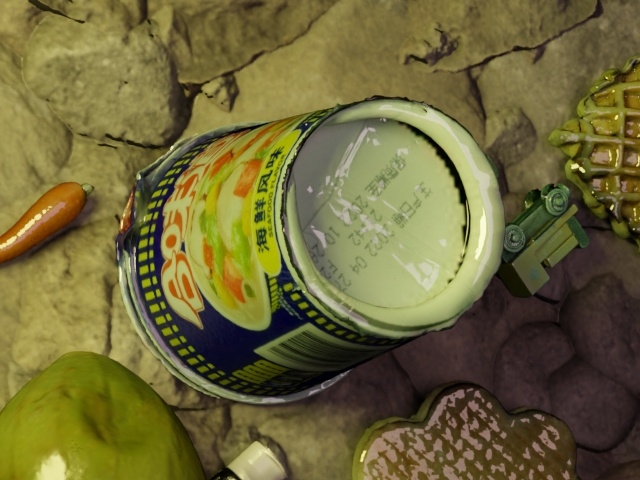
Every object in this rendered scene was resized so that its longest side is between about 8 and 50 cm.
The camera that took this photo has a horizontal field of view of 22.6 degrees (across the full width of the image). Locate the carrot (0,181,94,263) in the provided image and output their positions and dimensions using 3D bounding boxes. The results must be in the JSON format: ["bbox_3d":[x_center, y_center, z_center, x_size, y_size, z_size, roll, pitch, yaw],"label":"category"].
[{"bbox_3d":[-0.260,-0.011,1.423,0.142,0.035,0.035,-37,98,-18],"label":"carrot"}]

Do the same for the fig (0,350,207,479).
[{"bbox_3d":[-0.198,0.205,1.326,0.207,0.207,0.230,-14,83,-23],"label":"fig"}]

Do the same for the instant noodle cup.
[{"bbox_3d":[0.000,0.000,1.376,0.284,0.312,0.284,3,81,-22],"label":"instant noodle cup"}]

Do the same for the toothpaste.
[{"bbox_3d":[-0.114,0.263,1.445,0.193,0.045,0.071,-39,98,-16],"label":"toothpaste"}]

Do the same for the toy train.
[{"bbox_3d":[0.218,-0.002,1.610,0.122,0.050,0.081,-39,103,-22],"label":"toy train"}]

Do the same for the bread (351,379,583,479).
[{"bbox_3d":[0.169,0.251,1.552,0.207,0.056,0.286,-45,101,-18],"label":"bread"}]

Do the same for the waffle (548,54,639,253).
[{"bbox_3d":[0.359,-0.092,1.676,0.208,0.054,0.214,-41,101,-18],"label":"waffle"}]
